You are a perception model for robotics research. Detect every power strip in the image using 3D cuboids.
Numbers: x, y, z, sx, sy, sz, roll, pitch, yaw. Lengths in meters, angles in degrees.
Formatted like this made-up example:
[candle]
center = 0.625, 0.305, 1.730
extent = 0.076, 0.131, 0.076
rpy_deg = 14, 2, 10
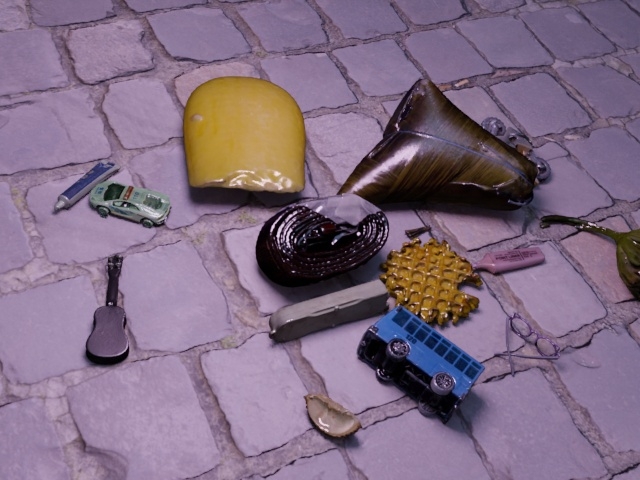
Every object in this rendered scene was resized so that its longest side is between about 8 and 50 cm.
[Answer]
[power strip]
center = 0.018, 0.151, 1.609
extent = 0.286, 0.080, 0.048
rpy_deg = -16, 50, -21

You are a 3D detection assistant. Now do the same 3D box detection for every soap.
[soap]
center = -0.188, -0.260, 1.880
extent = 0.306, 0.115, 0.427
rpy_deg = 1, 50, -6

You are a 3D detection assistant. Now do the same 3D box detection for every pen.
[pen]
center = 0.444, 0.047, 1.812
extent = 0.197, 0.032, 0.053
rpy_deg = -10, 54, -21

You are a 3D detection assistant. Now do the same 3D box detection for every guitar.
[guitar]
center = -0.429, 0.128, 1.559
extent = 0.084, 0.038, 0.271
rpy_deg = 2, 51, -12

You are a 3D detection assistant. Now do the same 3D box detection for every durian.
[durian]
center = 0.019, 0.343, 1.460
extent = 0.130, 0.066, 0.052
rpy_deg = 24, 49, 20

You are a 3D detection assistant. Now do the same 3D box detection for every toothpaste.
[toothpaste]
center = -0.543, -0.128, 1.748
extent = 0.057, 0.034, 0.197
rpy_deg = 22, 45, 18

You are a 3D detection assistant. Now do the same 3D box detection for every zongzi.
[zongzi]
center = 0.278, -0.120, 1.842
extent = 0.403, 0.208, 0.432
rpy_deg = 37, 71, 5

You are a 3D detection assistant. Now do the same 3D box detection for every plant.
[plant]
center = 0.752, -0.019, 1.850
extent = 0.251, 0.180, 0.333
rpy_deg = -15, 51, -35

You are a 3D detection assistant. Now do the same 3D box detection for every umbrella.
[umbrella]
center = 0.234, -0.023, 1.835
extent = 0.083, 0.020, 0.031
rpy_deg = -21, 19, -26

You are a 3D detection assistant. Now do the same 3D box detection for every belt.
[belt]
center = 0.000, 0.000, 1.679
extent = 0.289, 0.164, 0.184
rpy_deg = -15, 82, -23

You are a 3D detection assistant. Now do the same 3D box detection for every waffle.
[waffle]
center = 0.253, 0.090, 1.727
extent = 0.229, 0.051, 0.231
rpy_deg = -23, 58, -24

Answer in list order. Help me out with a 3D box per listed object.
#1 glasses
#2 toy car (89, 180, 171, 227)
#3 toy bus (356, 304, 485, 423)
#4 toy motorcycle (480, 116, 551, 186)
[glasses]
center = 0.433, 0.232, 1.638
extent = 0.104, 0.062, 0.140
rpy_deg = -32, 63, -30
[toy car]
center = -0.434, -0.090, 1.725
extent = 0.186, 0.058, 0.093
rpy_deg = 16, 52, 1
[toy bus]
center = 0.202, 0.245, 1.547
extent = 0.234, 0.116, 0.133
rpy_deg = 37, 53, 15
[toy motorcycle]
center = 0.501, -0.226, 2.018
extent = 0.229, 0.094, 0.130
rpy_deg = 44, 59, 7
